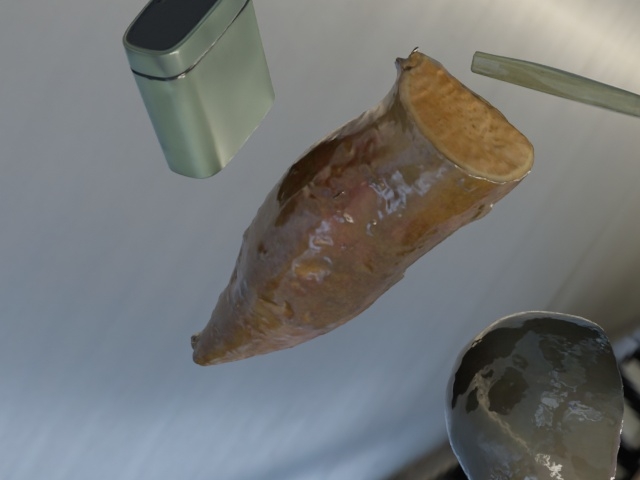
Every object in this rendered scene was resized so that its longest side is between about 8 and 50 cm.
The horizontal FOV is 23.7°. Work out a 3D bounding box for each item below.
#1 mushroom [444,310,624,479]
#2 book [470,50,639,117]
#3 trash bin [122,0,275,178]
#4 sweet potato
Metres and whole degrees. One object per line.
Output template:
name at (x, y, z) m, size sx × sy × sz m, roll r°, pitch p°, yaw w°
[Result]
mushroom at (0.145, 0.121, 1.081) m, size 0.141 × 0.117 × 0.188 m, roll -55°, pitch -166°, yaw 28°
book at (0.239, -0.118, 1.264) m, size 0.232 × 0.162 × 0.022 m, roll 3°, pitch 104°, yaw -62°
trash bin at (-0.090, -0.132, 1.173) m, size 0.116 × 0.059 × 0.130 m, roll -54°, pitch 148°, yaw -32°
sweet potato at (0.002, 0.002, 1.170) m, size 0.336 × 0.131 × 0.131 m, roll -41°, pitch 170°, yaw 25°
